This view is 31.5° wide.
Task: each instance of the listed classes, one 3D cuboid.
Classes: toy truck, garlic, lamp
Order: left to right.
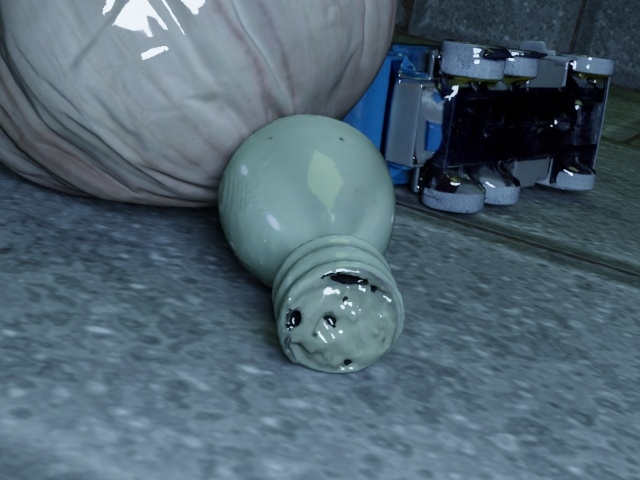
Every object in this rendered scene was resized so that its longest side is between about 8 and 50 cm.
[{"bbox_3d":[-0.081,-0.149,0.764,0.317,0.259,0.317,-23,10,5],"label":"garlic"},{"bbox_3d":[0.000,0.000,0.628,0.106,0.106,0.193,8,25,-14],"label":"lamp"},{"bbox_3d":[0.134,-0.119,1.061,0.175,0.146,0.367,18,16,37],"label":"toy truck"}]
